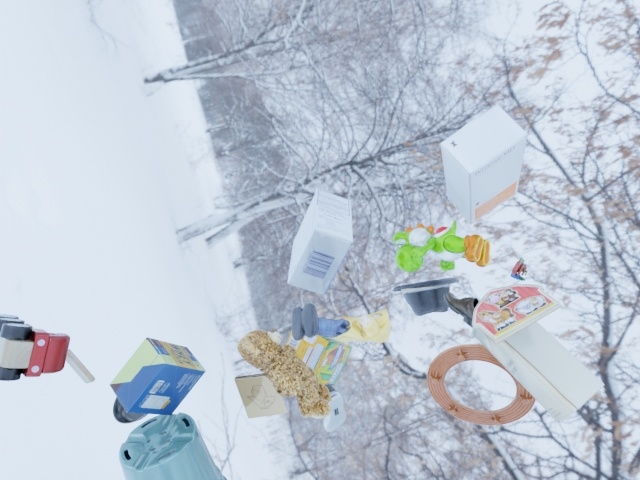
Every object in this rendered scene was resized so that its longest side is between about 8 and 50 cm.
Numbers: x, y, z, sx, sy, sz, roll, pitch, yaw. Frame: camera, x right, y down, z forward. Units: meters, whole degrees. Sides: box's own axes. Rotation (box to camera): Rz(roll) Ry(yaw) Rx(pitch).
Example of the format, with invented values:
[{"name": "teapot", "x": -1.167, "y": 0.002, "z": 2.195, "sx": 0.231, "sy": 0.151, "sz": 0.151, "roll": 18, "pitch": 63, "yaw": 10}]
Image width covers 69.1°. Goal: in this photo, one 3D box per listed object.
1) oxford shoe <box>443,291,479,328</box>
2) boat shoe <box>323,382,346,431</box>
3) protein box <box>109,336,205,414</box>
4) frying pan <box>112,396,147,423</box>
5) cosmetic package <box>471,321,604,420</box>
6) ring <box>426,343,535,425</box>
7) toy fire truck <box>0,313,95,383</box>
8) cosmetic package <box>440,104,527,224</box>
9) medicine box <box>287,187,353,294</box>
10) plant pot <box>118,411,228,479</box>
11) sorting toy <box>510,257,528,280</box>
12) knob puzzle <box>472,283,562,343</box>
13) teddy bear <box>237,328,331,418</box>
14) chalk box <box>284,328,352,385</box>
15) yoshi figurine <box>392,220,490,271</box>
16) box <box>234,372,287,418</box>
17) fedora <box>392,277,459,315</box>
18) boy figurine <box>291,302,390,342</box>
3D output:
[{"name": "oxford shoe", "x": 0.555, "y": 0.249, "z": 1.757, "sx": 0.096, "sy": 0.083, "sz": 0.227, "roll": -60, "pitch": -146, "yaw": 10}, {"name": "boat shoe", "x": 0.037, "y": 0.554, "z": 1.545, "sx": 0.070, "sy": 0.078, "sz": 0.219, "roll": 50, "pitch": -29, "yaw": 44}, {"name": "protein box", "x": -0.540, "y": 0.459, "z": 1.558, "sx": 0.136, "sy": 0.199, "sz": 0.201, "roll": 37, "pitch": -2, "yaw": 34}, {"name": "frying pan", "x": -0.638, "y": 0.567, "z": 1.771, "sx": 0.197, "sy": 0.326, "sz": 0.053, "roll": 47, "pitch": -13, "yaw": 48}, {"name": "cosmetic package", "x": 0.554, "y": 0.303, "z": 1.221, "sx": 0.309, "sy": 0.113, "sz": 0.160, "roll": 48, "pitch": -10, "yaw": 30}, {"name": "ring", "x": 0.509, "y": 0.474, "z": 1.490, "sx": 0.032, "sy": 0.337, "sz": 0.336, "roll": -56, "pitch": 137, "yaw": -56}, {"name": "toy fire truck", "x": -0.652, "y": 0.277, "z": 1.120, "sx": 0.217, "sy": 0.246, "sz": 0.158, "roll": 1, "pitch": -100, "yaw": 47}, {"name": "cosmetic package", "x": 0.592, "y": -0.255, "z": 1.699, "sx": 0.161, "sy": 0.230, "sz": 0.453, "roll": 57, "pitch": 5, "yaw": 27}, {"name": "medicine box", "x": 0.000, "y": 0.000, "z": 1.718, "sx": 0.289, "sy": 0.149, "sz": 0.263, "roll": -86, "pitch": -162, "yaw": -55}, {"name": "plant pot", "x": -0.507, "y": 0.801, "z": 1.583, "sx": 0.341, "sy": 0.341, "sz": 0.334, "roll": -126, "pitch": -157, "yaw": -67}, {"name": "sorting toy", "x": 0.590, "y": 0.088, "z": 1.362, "sx": 0.042, "sy": 0.102, "sz": 0.061, "roll": 30, "pitch": -71, "yaw": 25}, {"name": "knob puzzle", "x": 0.451, "y": 0.154, "z": 1.129, "sx": 0.030, "sy": 0.213, "sz": 0.213, "roll": 58, "pitch": -4, "yaw": -16}, {"name": "teddy bear", "x": -0.085, "y": 0.378, "z": 1.360, "sx": 0.338, "sy": 0.113, "sz": 0.245, "roll": 47, "pitch": 13, "yaw": 13}, {"name": "chalk box", "x": -0.006, "y": 0.465, "z": 1.878, "sx": 0.179, "sy": 0.180, "sz": 0.289, "roll": 21, "pitch": -7, "yaw": 31}, {"name": "yoshi figurine", "x": 0.430, "y": 0.054, "z": 1.749, "sx": 0.362, "sy": 0.203, "sz": 0.203, "roll": 6, "pitch": -57, "yaw": 38}, {"name": "box", "x": -0.231, "y": 0.608, "z": 1.825, "sx": 0.021, "sy": 0.165, "sz": 0.201, "roll": -80, "pitch": 159, "yaw": -66}, {"name": "fedora", "x": 0.495, "y": 0.267, "z": 2.162, "sx": 0.334, "sy": 0.334, "sz": 0.152, "roll": 118, "pitch": -36, "yaw": -79}, {"name": "boy figurine", "x": 0.076, "y": 0.210, "z": 1.165, "sx": 0.177, "sy": 0.285, "sz": 0.092, "roll": -28, "pitch": -119, "yaw": 52}]
